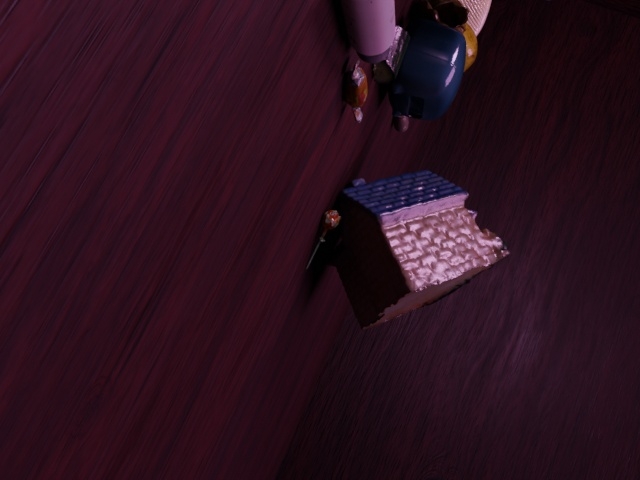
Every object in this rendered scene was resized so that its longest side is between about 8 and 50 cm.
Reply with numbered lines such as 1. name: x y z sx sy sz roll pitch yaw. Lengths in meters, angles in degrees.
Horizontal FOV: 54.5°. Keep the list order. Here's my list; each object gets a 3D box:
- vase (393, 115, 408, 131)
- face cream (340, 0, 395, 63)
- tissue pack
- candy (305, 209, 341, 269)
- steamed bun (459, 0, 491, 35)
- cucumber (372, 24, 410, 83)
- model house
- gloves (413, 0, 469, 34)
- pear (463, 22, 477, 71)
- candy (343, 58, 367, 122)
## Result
1. vase: 0.283 -0.426 2.179 0.101 0.053 0.053 67 46 -71
2. face cream: 0.089 -0.392 1.105 0.311 0.092 0.092 38 75 -79
3. tissue pack: 0.284 -0.448 1.708 0.287 0.198 0.206 54 57 -81
4. candy: 0.000 0.000 1.672 0.055 0.049 0.185 5 116 -49
5. steamed bun: 0.483 -0.797 2.146 0.153 0.169 0.239 -97 -156 -69
6. cucumber: 0.171 -0.451 1.509 0.116 0.062 0.115 45 64 -81
7. model house: 0.241 -0.002 1.866 0.395 0.400 0.445 -20 165 -26
8. gloves: 0.346 -0.630 1.795 0.331 0.154 0.141 -65 171 -57
9. pear: 0.413 -0.634 2.039 0.197 0.197 0.197 22 90 -80
10. candy: 0.073 -0.319 1.320 0.053 0.046 0.182 -60 163 -20
